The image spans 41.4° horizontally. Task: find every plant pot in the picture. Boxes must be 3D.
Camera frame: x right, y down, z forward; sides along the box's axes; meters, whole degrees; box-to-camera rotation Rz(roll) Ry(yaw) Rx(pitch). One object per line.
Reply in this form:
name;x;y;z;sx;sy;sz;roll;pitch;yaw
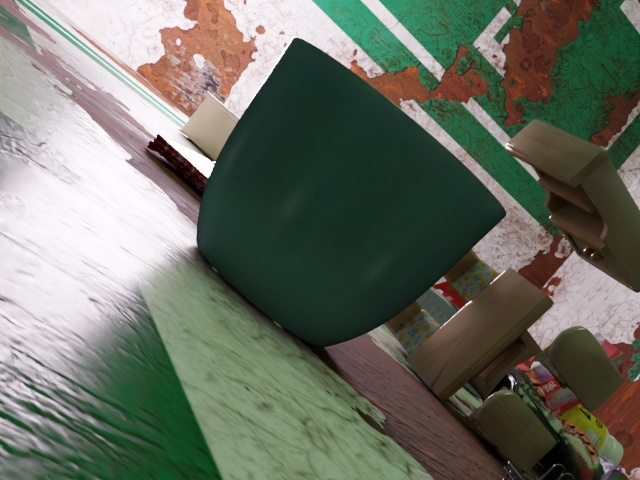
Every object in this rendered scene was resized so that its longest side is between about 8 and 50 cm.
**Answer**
plant pot;0.010;-0.030;0.908;0.293;0.235;0.293;39;3;-3

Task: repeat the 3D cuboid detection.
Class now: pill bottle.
pill bottle;0.574;0.437;1.922;0.208;0.119;0.119;40;3;-7

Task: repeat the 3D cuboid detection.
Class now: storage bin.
storage bin;-0.182;-0.213;2.131;0.262;0.123;0.260;41;4;26

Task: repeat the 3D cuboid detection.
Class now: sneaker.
sneaker;0.343;0.304;1.380;0.135;0.097;0.276;17;27;-37

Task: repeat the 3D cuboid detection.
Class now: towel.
towel;-0.142;-0.065;1.368;0.275;0.031;0.199;41;7;18

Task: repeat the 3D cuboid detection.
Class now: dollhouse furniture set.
dollhouse furniture set;0.282;0.057;1.268;0.256;0.394;0.362;49;0;-30

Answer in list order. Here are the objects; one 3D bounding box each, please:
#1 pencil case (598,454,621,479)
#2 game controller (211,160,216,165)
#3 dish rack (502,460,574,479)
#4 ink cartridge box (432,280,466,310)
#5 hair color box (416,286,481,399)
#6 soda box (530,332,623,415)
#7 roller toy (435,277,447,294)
pencil case;0.419;0.361;1.480;0.206;0.088;0.086;41;1;28
game controller;-0.092;-0.047;1.628;0.319;0.067;0.166;38;-10;-39
dish rack;0.319;0.332;0.925;0.208;0.074;0.271;40;3;-15
ink cartridge box;0.297;0.184;1.893;0.225;0.056;0.181;36;-37;-27
hair color box;0.209;0.150;1.748;0.374;0.113;0.185;39;4;-1
soda box;0.527;0.307;1.840;0.083;0.263;0.092;46;-23;48
roller toy;0.240;0.129;2.055;0.209;0.146;0.191;37;-7;-12
